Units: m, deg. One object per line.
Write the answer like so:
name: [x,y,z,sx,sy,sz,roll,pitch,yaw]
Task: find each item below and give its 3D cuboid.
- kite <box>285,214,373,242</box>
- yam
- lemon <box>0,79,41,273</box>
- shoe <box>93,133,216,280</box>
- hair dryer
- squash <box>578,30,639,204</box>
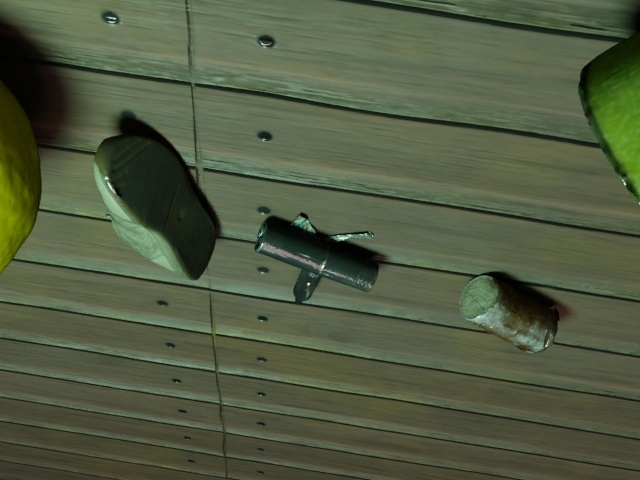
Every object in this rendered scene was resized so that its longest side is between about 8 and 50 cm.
kite: [0.000,0.000,1.346,0.156,0.011,0.139,-6,149,26]
yam: [0.271,0.106,1.379,0.141,0.079,0.079,29,144,-28]
lemon: [-0.472,-0.069,1.061,0.348,0.348,0.348,7,149,4]
shoe: [-0.227,-0.043,1.252,0.098,0.103,0.275,12,150,23]
hair dryer: [-0.034,0.047,1.394,0.173,0.050,0.195,23,153,-15]
squash: [0.425,-0.130,0.781,0.310,0.310,0.309,25,131,-25]
